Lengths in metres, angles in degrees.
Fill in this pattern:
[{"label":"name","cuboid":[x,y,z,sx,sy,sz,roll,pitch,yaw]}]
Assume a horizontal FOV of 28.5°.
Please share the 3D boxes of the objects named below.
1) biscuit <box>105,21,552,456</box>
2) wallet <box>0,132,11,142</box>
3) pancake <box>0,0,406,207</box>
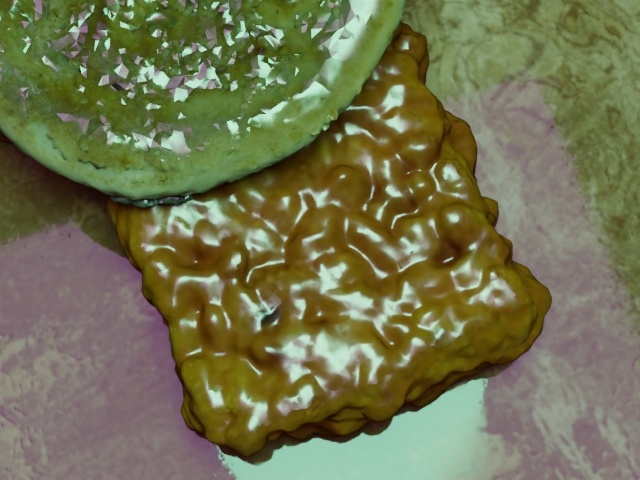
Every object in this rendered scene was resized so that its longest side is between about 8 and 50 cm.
[{"label":"biscuit","cuboid":[0.000,0.000,1.034,0.318,0.110,0.312,-23,80,-4]},{"label":"wallet","cuboid":[-0.296,-0.195,1.111,0.142,0.045,0.204,15,77,4]},{"label":"pancake","cuboid":[-0.121,-0.214,0.960,0.382,0.071,0.382,0,88,5]}]
